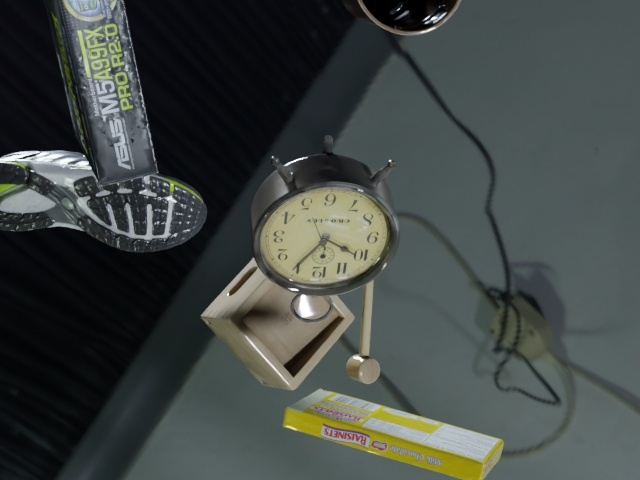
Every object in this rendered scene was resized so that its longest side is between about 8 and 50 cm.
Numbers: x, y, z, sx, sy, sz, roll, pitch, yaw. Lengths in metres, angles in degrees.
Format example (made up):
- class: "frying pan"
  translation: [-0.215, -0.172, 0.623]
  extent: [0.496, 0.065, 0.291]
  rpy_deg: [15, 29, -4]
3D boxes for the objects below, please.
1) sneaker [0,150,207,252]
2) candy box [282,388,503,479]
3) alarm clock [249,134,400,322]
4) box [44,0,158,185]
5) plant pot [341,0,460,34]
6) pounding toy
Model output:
- class: "sneaker"
  translation: [-0.289, -0.067, 1.572]
  extent: [0.300, 0.111, 0.121]
  rpy_deg: [11, 25, 0]
- class: "candy box"
  translation: [0.075, 0.195, 1.249]
  extent: [0.206, 0.105, 0.027]
  rpy_deg: [14, 100, 18]
- class: "alarm clock"
  translation: [0.000, 0.000, 1.106]
  extent: [0.129, 0.192, 0.064]
  rpy_deg: [2, 37, -9]
- class: "box"
  translation: [-0.227, -0.209, 1.199]
  extent: [0.060, 0.270, 0.216]
  rpy_deg: [-14, 21, -14]
- class: "plant pot"
  translation: [0.105, -0.379, 1.789]
  extent: [0.167, 0.167, 0.165]
  rpy_deg: [-46, 16, -4]
- class: "pounding toy"
  translation: [-0.015, 0.105, 1.563]
  extent: [0.181, 0.206, 0.094]
  rpy_deg: [-48, 22, -22]
